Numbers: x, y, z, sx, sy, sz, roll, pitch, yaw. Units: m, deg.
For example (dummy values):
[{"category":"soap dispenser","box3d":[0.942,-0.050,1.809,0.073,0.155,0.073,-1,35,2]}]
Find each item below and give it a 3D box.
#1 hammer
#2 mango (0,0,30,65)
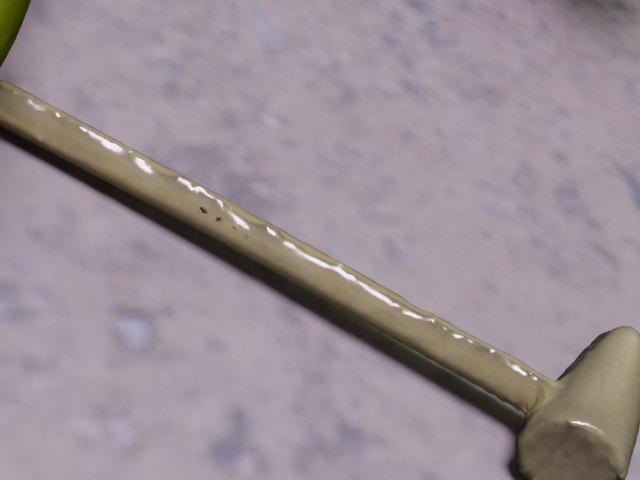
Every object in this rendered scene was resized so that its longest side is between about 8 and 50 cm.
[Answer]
[{"category":"hammer","box3d":[0.000,0.000,0.430,0.195,0.028,0.060,29,41,1]},{"category":"mango","box3d":[-0.149,-0.105,0.359,0.185,0.149,0.273,12,43,-8]}]
